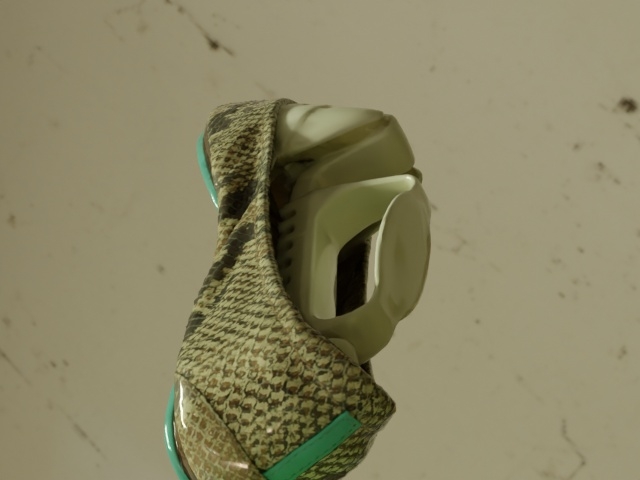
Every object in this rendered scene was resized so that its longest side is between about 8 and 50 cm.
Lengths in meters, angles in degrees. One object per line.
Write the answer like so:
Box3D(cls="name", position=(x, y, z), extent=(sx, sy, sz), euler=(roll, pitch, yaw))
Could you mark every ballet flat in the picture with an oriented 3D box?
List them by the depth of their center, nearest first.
Box3D(cls="ballet flat", position=(0.000, 0.000, 0.850), extent=(0.182, 0.164, 0.483), euler=(-35, 25, 18))
